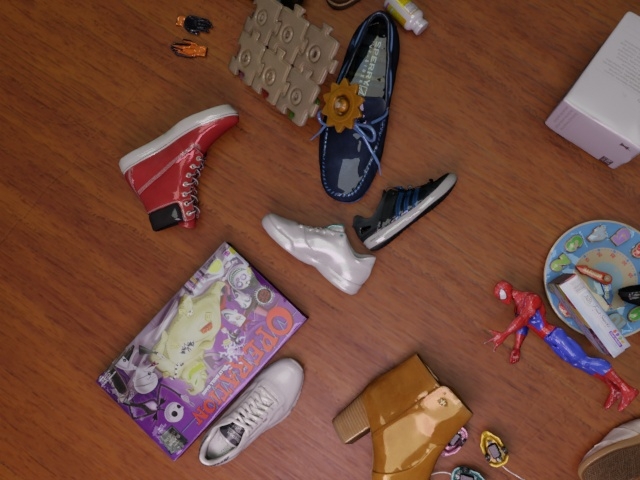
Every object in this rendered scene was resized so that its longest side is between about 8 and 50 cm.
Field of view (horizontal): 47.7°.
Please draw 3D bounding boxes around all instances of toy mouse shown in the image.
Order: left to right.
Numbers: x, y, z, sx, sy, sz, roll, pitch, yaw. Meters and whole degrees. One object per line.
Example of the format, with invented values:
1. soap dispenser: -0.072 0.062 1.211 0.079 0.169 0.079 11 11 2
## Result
1. toy mouse: 0.247 0.372 1.242 0.143 0.031 0.161 -35 77 14

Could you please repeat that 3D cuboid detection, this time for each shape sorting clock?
1. shape sorting clock: 0.487 0.066 1.240 0.206 0.040 0.206 -1 85 6

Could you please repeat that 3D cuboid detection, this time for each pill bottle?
1. pill bottle: 0.157 -0.413 1.317 0.043 0.043 0.083 -43 82 1

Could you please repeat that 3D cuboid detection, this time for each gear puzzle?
1. gear puzzle: -0.029 -0.299 1.247 0.339 0.044 0.175 43 118 35

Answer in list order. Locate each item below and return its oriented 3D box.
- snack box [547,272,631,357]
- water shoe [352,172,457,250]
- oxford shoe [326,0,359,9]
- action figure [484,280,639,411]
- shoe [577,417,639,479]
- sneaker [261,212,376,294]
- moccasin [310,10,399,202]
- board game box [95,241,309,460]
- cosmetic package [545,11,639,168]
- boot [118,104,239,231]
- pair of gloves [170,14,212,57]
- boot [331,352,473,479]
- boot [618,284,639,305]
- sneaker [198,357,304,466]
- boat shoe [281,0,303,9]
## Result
1. snack box: 0.432 0.119 1.174 0.037 0.100 0.141 -36 84 5
2. water shoe: 0.146 -0.068 1.273 0.203 0.073 0.080 -38 80 1
3. oxford shoe: 0.099 -0.505 1.317 0.212 0.076 0.076 -39 80 0
4. action figure: 0.375 0.194 1.214 0.139 0.091 0.280 -42 82 -8
5. shoe: 0.529 0.343 1.209 0.219 0.058 0.076 -29 103 7
6. sneaker: 0.000 0.000 1.277 0.212 0.080 0.094 35 101 -2
7. moccasin: 0.057 -0.240 1.275 0.138 0.117 0.341 8 86 7
8. board game box: -0.213 0.196 1.303 0.208 0.056 0.347 42 90 4
9. cosmetic package: 0.503 -0.245 1.210 0.151 0.151 0.183 36 88 8
10. boot: -0.225 -0.123 1.314 0.244 0.088 0.176 -31 83 11
11. pair of gloves: -0.245 -0.387 1.375 0.074 0.010 0.083 11 83 8
12. boot: 0.172 0.354 1.206 0.211 0.104 0.295 -37 72 11
13. boot: 0.552 0.122 1.200 0.121 0.045 0.099 -5 100 -12
14. sneaker: -0.117 0.303 1.259 0.090 0.095 0.235 41 89 10
15. boat shoe: -0.171 -0.529 1.334 0.324 0.122 0.119 18 82 -1
